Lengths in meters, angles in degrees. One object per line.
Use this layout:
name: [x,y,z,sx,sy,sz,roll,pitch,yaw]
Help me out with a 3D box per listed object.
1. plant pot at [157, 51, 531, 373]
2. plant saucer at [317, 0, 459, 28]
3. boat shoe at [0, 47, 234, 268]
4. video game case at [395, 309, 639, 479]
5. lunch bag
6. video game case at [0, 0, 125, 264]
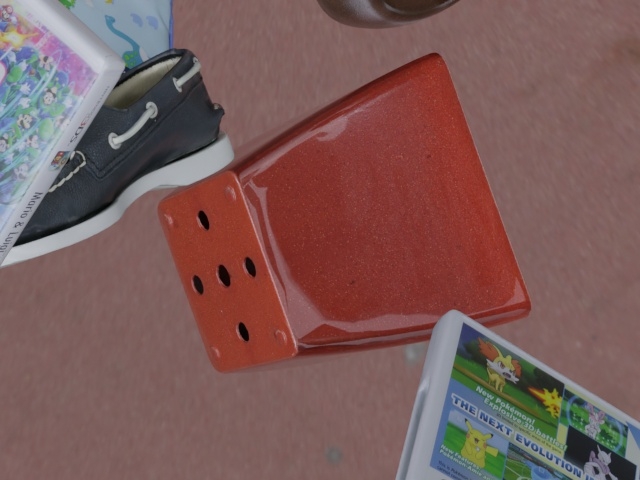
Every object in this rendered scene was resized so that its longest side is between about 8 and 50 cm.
plant pot: [0.000,0.000,1.664,0.236,0.267,0.267,-20,91,-30]
plant saucer: [0.121,-0.327,1.665,0.050,0.310,0.310,45,106,28]
boat shoe: [-0.166,-0.056,1.151,0.114,0.302,0.091,-9,104,26]
video game case: [0.201,0.238,1.292,0.329,0.300,0.036,31,131,-11]
lunch bag: [-0.197,-0.189,1.320,0.090,0.219,0.176,-32,129,32]
video game case: [-0.167,-0.060,0.674,0.157,0.019,0.143,42,111,19]
